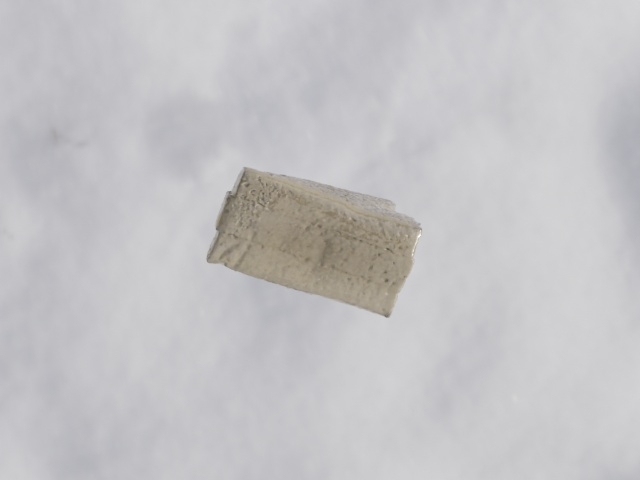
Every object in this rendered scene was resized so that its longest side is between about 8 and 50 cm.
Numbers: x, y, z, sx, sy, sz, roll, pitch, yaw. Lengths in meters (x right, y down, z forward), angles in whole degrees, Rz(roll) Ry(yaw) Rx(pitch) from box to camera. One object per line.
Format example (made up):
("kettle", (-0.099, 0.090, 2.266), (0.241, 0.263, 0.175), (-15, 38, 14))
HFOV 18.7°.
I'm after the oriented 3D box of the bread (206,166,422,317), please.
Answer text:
("bread", (-0.012, -0.007, 1.384), (0.152, 0.105, 0.077), (20, 97, -19))
